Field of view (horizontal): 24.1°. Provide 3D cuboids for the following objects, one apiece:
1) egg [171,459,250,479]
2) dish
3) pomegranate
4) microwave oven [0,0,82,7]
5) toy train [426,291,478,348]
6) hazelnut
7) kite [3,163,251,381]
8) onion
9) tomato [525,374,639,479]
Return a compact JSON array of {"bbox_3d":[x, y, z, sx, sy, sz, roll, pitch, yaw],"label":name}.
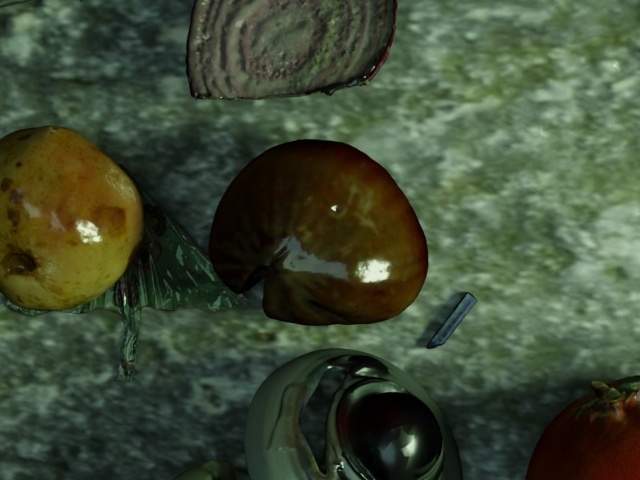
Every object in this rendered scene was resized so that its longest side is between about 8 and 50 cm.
[{"bbox_3d":[-0.121,0.432,1.697,0.278,0.278,0.336,28,96,9],"label":"egg"},{"bbox_3d":[0.065,0.223,1.638,0.273,0.273,0.134,51,134,5],"label":"dish"},{"bbox_3d":[-0.308,-0.031,1.747,0.215,0.215,0.215,1,93,12],"label":"pomegranate"},{"bbox_3d":[-0.393,-0.373,1.784,0.240,0.145,0.194,-11,87,11],"label":"microwave oven"},{"bbox_3d":[0.154,0.097,1.756,0.017,0.017,0.083,37,99,1],"label":"toy train"},{"bbox_3d":[0.000,0.000,1.689,0.251,0.217,0.217,26,97,10],"label":"hazelnut"},{"bbox_3d":[-0.241,0.040,1.838,0.323,0.013,0.267,-3,91,14],"label":"kite"},{"bbox_3d":[-0.017,-0.259,1.737,0.250,0.111,0.247,-1,70,22],"label":"onion"},{"bbox_3d":[0.375,0.288,1.572,0.321,0.321,0.321,1,93,12],"label":"tomato"}]
